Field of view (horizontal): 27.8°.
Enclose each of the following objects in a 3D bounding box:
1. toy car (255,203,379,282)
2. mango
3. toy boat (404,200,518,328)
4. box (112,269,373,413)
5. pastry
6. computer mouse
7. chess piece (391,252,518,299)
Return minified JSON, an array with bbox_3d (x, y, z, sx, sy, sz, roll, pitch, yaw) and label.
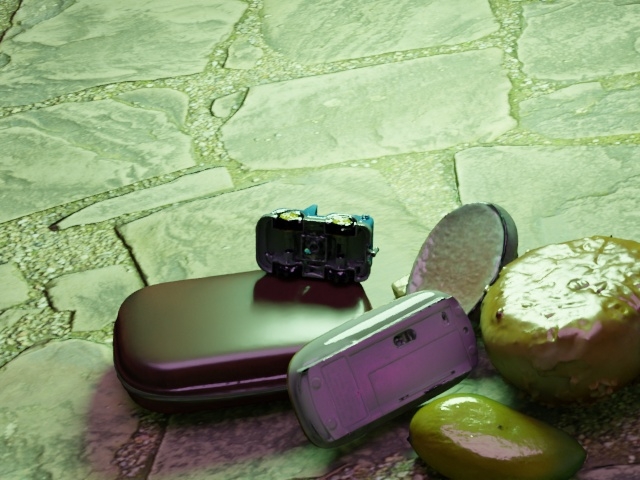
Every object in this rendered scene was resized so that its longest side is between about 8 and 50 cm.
[{"bbox_3d":[0.000,0.000,2.008,0.191,0.097,0.100,5,23,10],"label":"toy car"},{"bbox_3d":[0.236,0.284,1.776,0.237,0.091,0.137,18,47,27],"label":"mango"},{"bbox_3d":[0.230,0.046,2.034,0.155,0.085,0.227,18,75,35],"label":"toy boat"},{"bbox_3d":[-0.114,0.147,1.974,0.403,0.108,0.263,-7,34,-6],"label":"box"},{"bbox_3d":[0.384,0.128,1.893,0.284,0.184,0.315,14,39,40],"label":"pastry"},{"bbox_3d":[0.088,0.184,1.865,0.310,0.158,0.072,-24,7,-26],"label":"computer mouse"},{"bbox_3d":[0.219,0.054,2.111,0.200,0.090,0.090,-28,41,-12],"label":"chess piece"}]
